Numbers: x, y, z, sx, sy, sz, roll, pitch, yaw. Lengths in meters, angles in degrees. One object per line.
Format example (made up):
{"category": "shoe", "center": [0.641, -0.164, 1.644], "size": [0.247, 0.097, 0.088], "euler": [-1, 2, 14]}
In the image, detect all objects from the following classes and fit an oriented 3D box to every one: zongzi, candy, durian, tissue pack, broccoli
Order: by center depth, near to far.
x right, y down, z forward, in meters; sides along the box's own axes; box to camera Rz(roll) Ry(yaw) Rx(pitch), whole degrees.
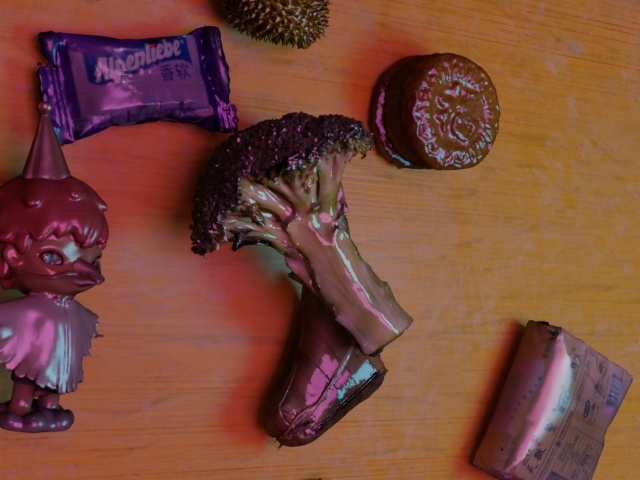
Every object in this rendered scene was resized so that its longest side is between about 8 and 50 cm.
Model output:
{"category": "candy", "center": [-0.231, -0.200, 1.694], "size": [0.275, 0.070, 0.145], "euler": [-8, 91, -32]}
{"category": "durian", "center": [-0.060, -0.343, 1.762], "size": [0.159, 0.146, 0.198], "euler": [-24, 103, -31]}
{"category": "broccoli", "center": [0.010, -0.016, 1.769], "size": [0.361, 0.221, 0.252], "euler": [36, 67, -27]}
{"category": "zongzi", "center": [-0.023, 0.170, 1.850], "size": [0.194, 0.099, 0.197], "euler": [-40, 103, -28]}
{"category": "tissue pack", "center": [0.379, 0.286, 2.129], "size": [0.215, 0.123, 0.256], "euler": [31, 74, -31]}

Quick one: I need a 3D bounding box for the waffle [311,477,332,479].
{"category": "waffle", "center": [-0.034, 0.412, 1.881], "size": [0.148, 0.042, 0.102], "euler": [-27, 106, -32]}

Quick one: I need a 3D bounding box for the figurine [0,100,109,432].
{"category": "figurine", "center": [-0.321, 0.031, 1.582], "size": [0.207, 0.166, 0.386], "euler": [8, 91, -53]}

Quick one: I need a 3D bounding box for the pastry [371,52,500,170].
{"category": "pastry", "center": [0.172, -0.189, 1.965], "size": [0.189, 0.103, 0.188], "euler": [-2, 93, -35]}
